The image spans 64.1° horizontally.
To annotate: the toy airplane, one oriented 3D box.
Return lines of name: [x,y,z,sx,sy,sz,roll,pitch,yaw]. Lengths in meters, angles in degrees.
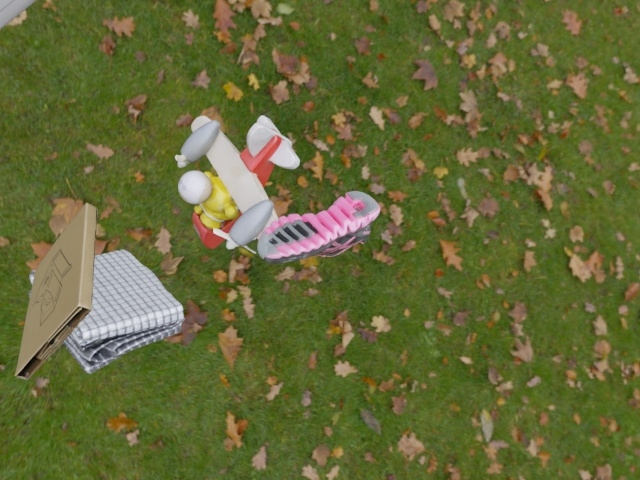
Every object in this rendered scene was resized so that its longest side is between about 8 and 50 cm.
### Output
toy airplane: [-0.239,-0.156,1.361,0.272,0.386,0.384,-5,97,-42]

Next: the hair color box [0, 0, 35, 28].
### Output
hair color box: [-0.263,-0.171,0.273,0.347,0.174,0.105,-36,94,4]

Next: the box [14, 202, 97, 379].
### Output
box: [-0.365,0.066,0.713,0.021,0.164,0.201,29,27,-39]

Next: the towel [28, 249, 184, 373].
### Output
towel: [-0.464,0.144,1.118,0.235,0.284,0.121,-14,128,-47]

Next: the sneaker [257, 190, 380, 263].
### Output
sneaker: [0.000,0.000,0.462,0.119,0.057,0.047,-20,53,-21]
